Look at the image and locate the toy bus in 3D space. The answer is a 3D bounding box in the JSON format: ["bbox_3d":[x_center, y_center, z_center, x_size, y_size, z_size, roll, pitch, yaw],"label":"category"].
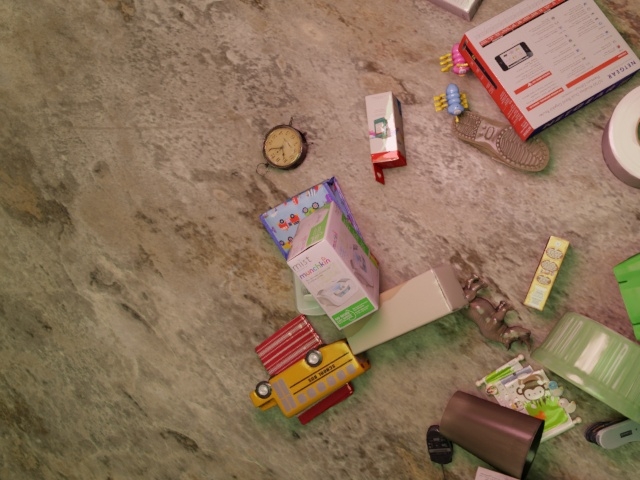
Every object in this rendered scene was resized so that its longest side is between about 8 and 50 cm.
[{"bbox_3d":[-0.033,0.389,1.777,0.332,0.108,0.130,-35,80,15],"label":"toy bus"}]

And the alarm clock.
[{"bbox_3d":[-0.119,-0.262,1.875,0.192,0.064,0.129,-40,78,11],"label":"alarm clock"}]

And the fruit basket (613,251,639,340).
[{"bbox_3d":[0.864,0.060,1.382,0.392,0.392,0.283,-18,83,17],"label":"fruit basket"}]

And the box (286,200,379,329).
[{"bbox_3d":[0.038,0.058,1.631,0.126,0.262,0.231,-31,107,18],"label":"box"}]

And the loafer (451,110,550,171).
[{"bbox_3d":[0.476,-0.262,1.661,0.268,0.092,0.102,32,100,19],"label":"loafer"}]

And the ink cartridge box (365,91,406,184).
[{"bbox_3d":[0.184,-0.277,1.738,0.078,0.134,0.231,-7,87,18],"label":"ink cartridge box"}]

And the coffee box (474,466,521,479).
[{"bbox_3d":[0.476,0.804,1.457,0.338,0.334,0.338,13,122,19],"label":"coffee box"}]

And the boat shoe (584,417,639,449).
[{"bbox_3d":[0.754,0.469,1.573,0.183,0.083,0.065,-10,86,-9],"label":"boat shoe"}]

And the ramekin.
[{"bbox_3d":[0.666,0.295,1.485,0.303,0.303,0.148,32,91,16],"label":"ramekin"}]

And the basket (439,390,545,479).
[{"bbox_3d":[0.434,0.489,1.617,0.226,0.154,0.204,21,139,29],"label":"basket"}]

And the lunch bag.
[{"bbox_3d":[0.000,0.000,1.813,0.221,0.138,0.293,-26,97,16],"label":"lunch bag"}]

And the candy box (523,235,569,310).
[{"bbox_3d":[0.576,0.082,1.612,0.053,0.109,0.187,20,96,18],"label":"candy box"}]

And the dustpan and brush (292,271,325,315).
[{"bbox_3d":[0.025,0.158,1.792,0.211,0.060,0.147,-1,121,6],"label":"dustpan and brush"}]

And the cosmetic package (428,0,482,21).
[{"bbox_3d":[0.337,-0.708,1.724,0.231,0.085,0.117,33,98,15],"label":"cosmetic package"}]

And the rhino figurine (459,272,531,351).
[{"bbox_3d":[0.457,0.204,1.667,0.243,0.073,0.106,45,96,16],"label":"rhino figurine"}]

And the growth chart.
[{"bbox_3d":[0.550,0.418,1.660,0.172,0.021,0.237,-42,79,14],"label":"growth chart"}]

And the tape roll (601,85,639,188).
[{"bbox_3d":[0.811,-0.247,1.510,0.246,0.169,0.246,0,89,19],"label":"tape roll"}]

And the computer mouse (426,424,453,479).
[{"bbox_3d":[0.340,0.617,1.721,0.071,0.041,0.242,-10,92,27],"label":"computer mouse"}]

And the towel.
[{"bbox_3d":[-0.049,0.379,1.855,0.199,0.031,0.275,-38,77,14],"label":"towel"}]

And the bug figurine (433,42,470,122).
[{"bbox_3d":[0.430,-0.425,1.648,0.279,0.072,0.216,-10,77,-3],"label":"bug figurine"}]

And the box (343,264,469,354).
[{"bbox_3d":[0.218,0.185,1.675,0.311,0.148,0.121,-30,77,28],"label":"box"}]

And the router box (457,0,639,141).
[{"bbox_3d":[0.568,-0.458,1.577,0.335,0.082,0.301,-29,79,-7],"label":"router box"}]
